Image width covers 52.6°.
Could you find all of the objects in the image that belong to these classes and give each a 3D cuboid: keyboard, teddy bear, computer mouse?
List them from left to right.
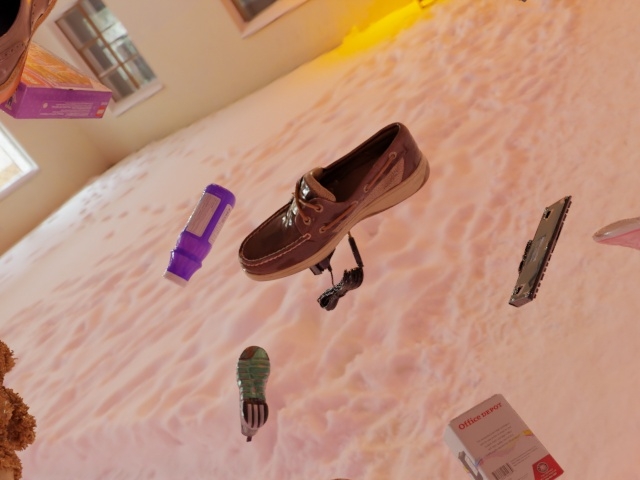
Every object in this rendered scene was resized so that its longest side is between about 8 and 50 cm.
[{"bbox_3d":[-0.561,0.277,1.006,0.245,0.338,0.113,2,-47,-52],"label":"teddy bear"},{"bbox_3d":[0.000,0.000,1.293,0.060,0.261,0.184,-5,-19,-30],"label":"computer mouse"},{"bbox_3d":[0.343,0.021,1.016,0.180,0.023,0.108,-63,0,-15],"label":"keyboard"}]

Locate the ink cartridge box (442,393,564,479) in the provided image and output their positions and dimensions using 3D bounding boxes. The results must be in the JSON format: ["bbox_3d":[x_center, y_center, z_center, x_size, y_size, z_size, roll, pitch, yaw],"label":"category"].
[{"bbox_3d":[0.326,0.386,1.172,0.128,0.072,0.175,-23,55,-19],"label":"ink cartridge box"}]

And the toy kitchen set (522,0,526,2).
[{"bbox_3d":[0.233,-0.462,1.025,0.122,0.166,0.207,-50,33,33],"label":"toy kitchen set"}]

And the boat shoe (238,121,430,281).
[{"bbox_3d":[0.003,-0.066,1.005,0.342,0.123,0.123,-30,48,7],"label":"boat shoe"}]

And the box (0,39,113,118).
[{"bbox_3d":[-0.512,-0.289,1.032,0.057,0.293,0.201,-61,-11,18],"label":"box"}]

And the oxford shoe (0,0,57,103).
[{"bbox_3d":[-0.424,-0.362,0.882,0.133,0.130,0.363,142,133,-56],"label":"oxford shoe"}]

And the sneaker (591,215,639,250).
[{"bbox_3d":[0.463,0.001,0.936,0.051,0.070,0.134,-31,5,-33],"label":"sneaker"}]

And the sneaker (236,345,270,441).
[{"bbox_3d":[-0.169,0.359,1.534,0.223,0.083,0.098,-92,19,-47],"label":"sneaker"}]

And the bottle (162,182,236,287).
[{"bbox_3d":[-0.324,-0.011,1.722,0.282,0.092,0.118,-64,4,-12],"label":"bottle"}]

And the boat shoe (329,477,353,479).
[{"bbox_3d":[0.034,0.456,1.009,0.122,0.341,0.110,12,86,25],"label":"boat shoe"}]
